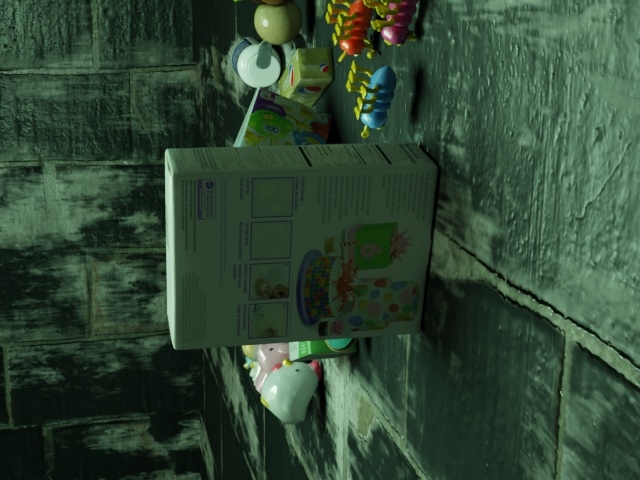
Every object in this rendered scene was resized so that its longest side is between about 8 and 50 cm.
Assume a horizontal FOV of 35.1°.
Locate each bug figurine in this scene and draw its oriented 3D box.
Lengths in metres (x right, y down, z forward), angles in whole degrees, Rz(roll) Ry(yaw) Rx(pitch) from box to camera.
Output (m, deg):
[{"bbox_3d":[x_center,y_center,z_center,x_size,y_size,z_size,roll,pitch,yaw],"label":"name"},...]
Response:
[{"bbox_3d":[0.074,-0.284,1.362,0.279,0.072,0.216,-101,21,-48],"label":"bug figurine"}]

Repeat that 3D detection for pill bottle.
[{"bbox_3d":[-0.136,-0.378,2.163,0.169,0.094,0.094,-126,36,-67],"label":"pill bottle"}]

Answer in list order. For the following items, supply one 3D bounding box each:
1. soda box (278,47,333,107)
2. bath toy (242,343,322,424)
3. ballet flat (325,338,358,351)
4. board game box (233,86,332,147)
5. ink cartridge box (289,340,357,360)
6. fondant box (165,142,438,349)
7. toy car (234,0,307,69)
[{"bbox_3d":[-0.028,-0.285,1.802,0.181,0.061,0.058,141,124,-74],"label":"soda box"},{"bbox_3d":[-0.080,0.251,2.020,0.151,0.129,0.348,45,177,-14],"label":"bath toy"},{"bbox_3d":[0.038,0.062,1.620,0.073,0.080,0.232,21,-113,-74],"label":"ballet flat"},{"bbox_3d":[-0.084,-0.102,1.678,0.275,0.142,0.144,-78,12,-47],"label":"board game box"},{"bbox_3d":[-0.005,0.095,1.724,0.153,0.087,0.208,142,124,-73],"label":"ink cartridge box"},{"bbox_3d":[-0.029,0.005,1.291,0.096,0.330,0.238,-116,27,-62],"label":"fondant box"},{"bbox_3d":[-0.082,-0.415,1.856,0.149,0.155,0.188,-124,22,-65],"label":"toy car"}]
